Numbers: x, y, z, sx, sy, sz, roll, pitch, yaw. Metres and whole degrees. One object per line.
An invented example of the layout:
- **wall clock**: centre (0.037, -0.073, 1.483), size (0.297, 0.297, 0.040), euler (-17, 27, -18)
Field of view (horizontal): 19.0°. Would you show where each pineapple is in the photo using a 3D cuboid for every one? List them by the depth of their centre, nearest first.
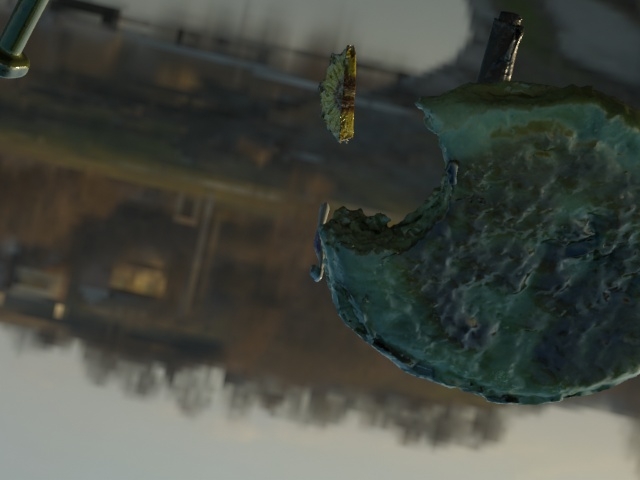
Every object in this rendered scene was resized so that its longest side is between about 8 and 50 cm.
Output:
- **pineapple**: centre (0.015, -0.125, 1.642), size (0.019, 0.083, 0.045), euler (0, -178, -30)

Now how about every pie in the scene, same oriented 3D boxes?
- **pie**: centre (0.155, 0.006, 1.426), size (0.302, 0.302, 0.067), euler (12, -147, -17)

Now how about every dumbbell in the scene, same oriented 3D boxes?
- **dumbbell**: centre (-0.265, -0.202, 1.718), size (0.046, 0.118, 0.052), euler (43, -154, 24)

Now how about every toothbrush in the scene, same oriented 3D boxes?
- **toothbrush**: centre (0.000, 0.000, 1.752), size (0.013, 0.011, 0.131), euler (43, -155, -19)

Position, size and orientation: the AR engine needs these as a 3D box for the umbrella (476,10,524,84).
- **umbrella**: centre (0.169, -0.155, 1.850), size (0.036, 0.133, 0.031), euler (16, -174, 29)
